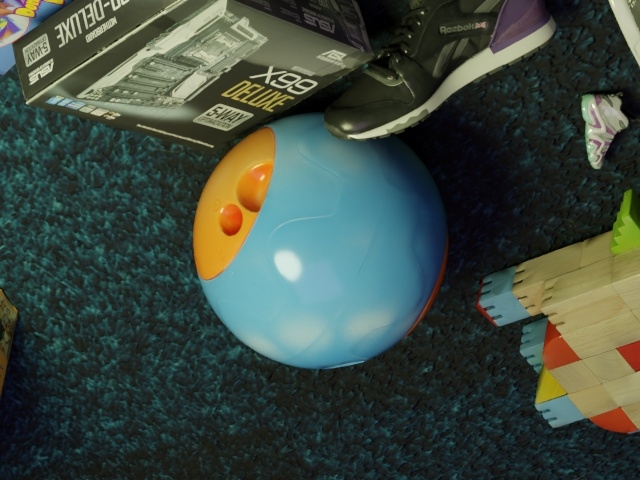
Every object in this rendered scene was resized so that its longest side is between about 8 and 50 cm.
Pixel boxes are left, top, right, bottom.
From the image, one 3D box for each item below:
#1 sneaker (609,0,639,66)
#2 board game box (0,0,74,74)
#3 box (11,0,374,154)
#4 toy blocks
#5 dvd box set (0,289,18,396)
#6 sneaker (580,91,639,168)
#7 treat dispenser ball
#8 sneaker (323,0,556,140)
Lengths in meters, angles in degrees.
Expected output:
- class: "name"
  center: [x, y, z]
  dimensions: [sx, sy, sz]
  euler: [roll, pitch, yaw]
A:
- class: "sneaker"
  center: [0.432, -0.202, 1.863]
  dimensions: [0.147, 0.104, 0.296]
  euler: [-21, 120, 24]
- class: "board game box"
  center: [-0.354, -0.295, 1.719]
  dimensions: [0.233, 0.078, 0.347]
  euler: [15, 155, -29]
- class: "box"
  center: [-0.127, -0.200, 1.797]
  dimensions: [0.242, 0.076, 0.307]
  euler: [-28, 158, 28]
- class: "toy blocks"
  center: [0.362, 0.136, 2.111]
  dimensions: [0.261, 0.191, 0.381]
  euler: [-22, 124, 33]
- class: "dvd box set"
  center: [-0.536, 0.254, 2.063]
  dimensions: [0.307, 0.420, 0.062]
  euler: [-16, 129, 15]
- class: "sneaker"
  center: [0.337, -0.127, 1.970]
  dimensions: [0.069, 0.038, 0.098]
  euler: [-7, 128, 9]
- class: "treat dispenser ball"
  center: [0.000, 0.000, 1.924]
  dimensions: [0.288, 0.288, 0.288]
  euler: [1, 128, 1]
- class: "sneaker"
  center: [0.109, -0.217, 1.831]
  dimensions: [0.283, 0.107, 0.124]
  euler: [-33, 117, -15]
